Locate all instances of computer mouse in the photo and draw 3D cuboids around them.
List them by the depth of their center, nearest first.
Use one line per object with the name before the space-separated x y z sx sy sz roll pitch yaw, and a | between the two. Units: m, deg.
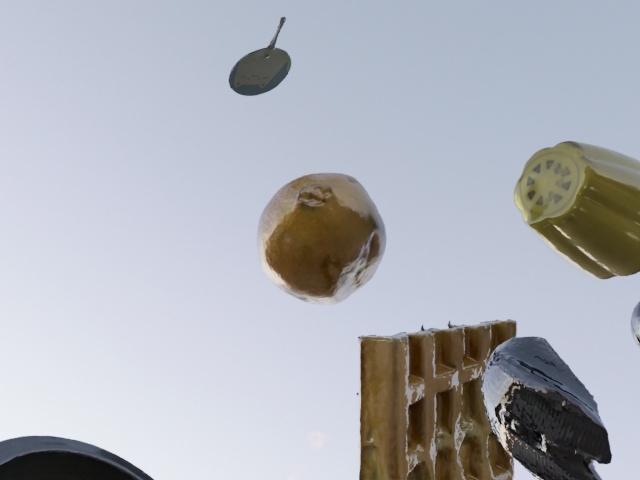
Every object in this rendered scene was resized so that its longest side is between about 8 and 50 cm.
computer mouse | 0.143 0.116 0.479 0.047 0.135 0.079 -8 -65 -16

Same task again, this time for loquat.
loquat | 0.000 0.000 1.034 0.187 0.176 0.234 -28 -31 -3

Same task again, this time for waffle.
waffle | 0.189 0.275 1.088 0.348 0.304 0.078 -3 3 -44

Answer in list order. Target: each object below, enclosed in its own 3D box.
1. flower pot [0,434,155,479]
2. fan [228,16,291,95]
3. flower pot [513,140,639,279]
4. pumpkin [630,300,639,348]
flower pot | -0.212 0.283 0.537 0.235 0.235 0.148 34 -75 -24
fan | -0.090 -0.302 1.188 0.113 0.005 0.175 -9 -30 -32
flower pot | 0.397 -0.057 1.075 0.179 0.195 0.195 22 -46 -32
pumpkin | 0.597 0.122 1.148 0.194 0.149 0.194 3 -20 1
